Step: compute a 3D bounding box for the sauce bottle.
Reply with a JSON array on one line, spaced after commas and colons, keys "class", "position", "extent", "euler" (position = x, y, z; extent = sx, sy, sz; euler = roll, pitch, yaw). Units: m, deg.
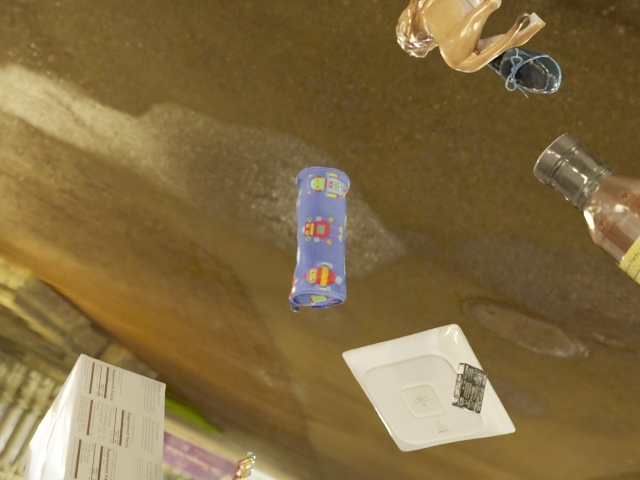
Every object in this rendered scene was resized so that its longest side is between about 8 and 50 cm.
[{"class": "sauce bottle", "position": [0.405, 0.000, 1.102], "extent": [0.344, 0.111, 0.111], "euler": [46, 173, 22]}]

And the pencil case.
[{"class": "pencil case", "position": [0.000, 0.000, 1.960], "extent": [0.119, 0.306, 0.133], "euler": [0, 158, 5]}]

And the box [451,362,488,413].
[{"class": "box", "position": [0.284, 0.281, 1.757], "extent": [0.067, 0.083, 0.018], "euler": [24, 161, -35]}]

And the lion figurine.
[{"class": "lion figurine", "position": [0.268, -0.417, 1.800], "extent": [0.142, 0.240, 0.392], "euler": [38, -161, -23]}]

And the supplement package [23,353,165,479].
[{"class": "supplement package", "position": [-0.334, 0.340, 1.346], "extent": [0.145, 0.204, 0.262], "euler": [24, -155, -21]}]

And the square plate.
[{"class": "square plate", "position": [0.268, 0.394, 2.356], "extent": [0.347, 0.049, 0.344], "euler": [-19, 110, 33]}]

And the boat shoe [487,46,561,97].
[{"class": "boat shoe", "position": [0.444, -0.390, 2.118], "extent": [0.089, 0.109, 0.258], "euler": [-3, -159, -26]}]

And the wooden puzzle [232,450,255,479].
[{"class": "wooden puzzle", "position": [-0.157, 0.470, 1.905], "extent": [0.006, 0.083, 0.049], "euler": [31, -155, 36]}]
